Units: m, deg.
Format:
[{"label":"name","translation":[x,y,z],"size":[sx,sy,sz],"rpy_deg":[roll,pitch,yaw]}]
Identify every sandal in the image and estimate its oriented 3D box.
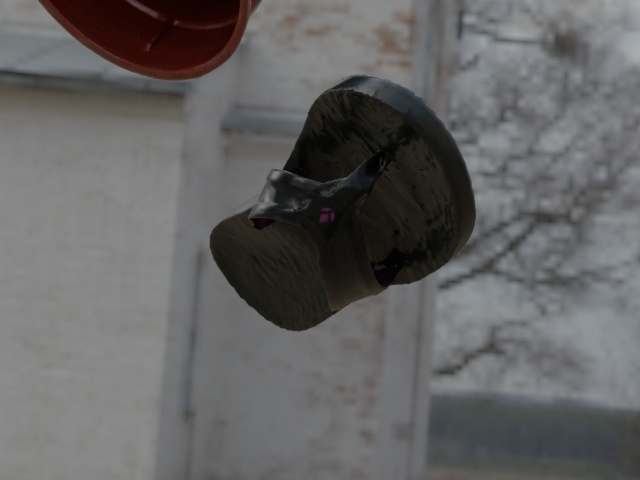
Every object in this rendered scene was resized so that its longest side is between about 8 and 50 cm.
[{"label":"sandal","translation":[0.001,0.002,1.666],"size":[0.167,0.107,0.446],"rpy_deg":[45,-27,1]}]

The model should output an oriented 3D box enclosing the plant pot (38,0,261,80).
[{"label":"plant pot","translation":[-0.116,-0.336,1.864],"size":[0.272,0.272,0.265],"rpy_deg":[1,37,37]}]
